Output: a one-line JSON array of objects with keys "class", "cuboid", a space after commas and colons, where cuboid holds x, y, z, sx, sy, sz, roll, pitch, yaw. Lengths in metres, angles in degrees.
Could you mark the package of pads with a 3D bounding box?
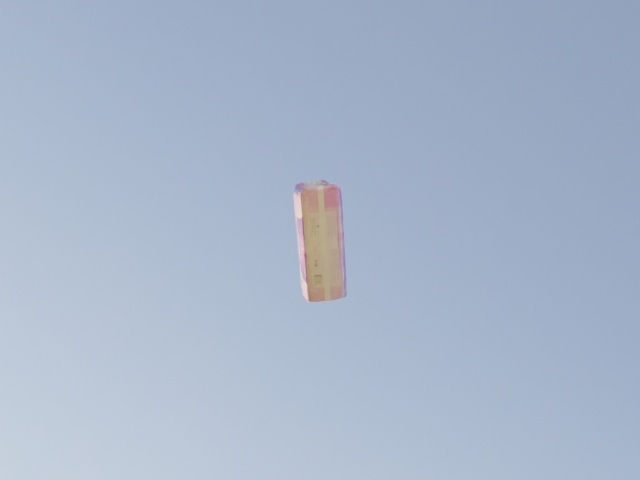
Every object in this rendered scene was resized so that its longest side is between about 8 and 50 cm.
[{"class": "package of pads", "cuboid": [0.000, 0.000, 1.109, 0.032, 0.050, 0.083, -4, -84, -5]}]
